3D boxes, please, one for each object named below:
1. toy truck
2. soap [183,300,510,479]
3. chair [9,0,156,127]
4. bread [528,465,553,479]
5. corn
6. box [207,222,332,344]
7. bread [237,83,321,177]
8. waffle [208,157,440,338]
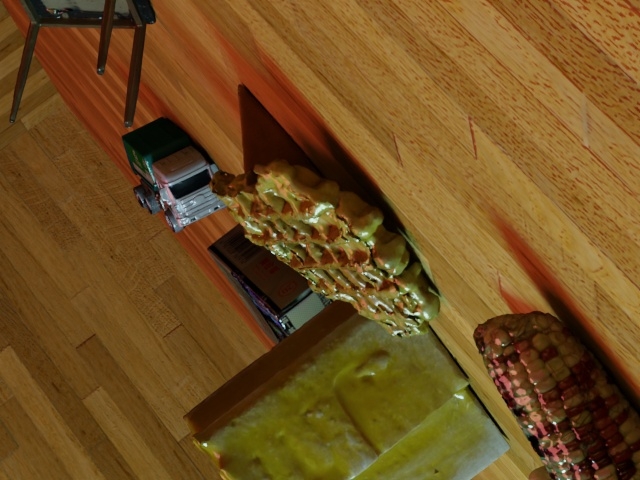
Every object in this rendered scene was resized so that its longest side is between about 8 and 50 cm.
[{"bbox_3d":[-0.233,-0.107,2.535,0.253,0.114,0.124,37,151,62],"label":"toy truck"},{"bbox_3d":[0.032,0.221,1.805,0.259,0.281,0.143,53,170,-10],"label":"soap"},{"bbox_3d":[-0.292,-0.291,1.918,0.188,0.166,0.272,73,-159,-70],"label":"chair"},{"bbox_3d":[0.268,0.285,1.559,0.214,0.053,0.073,54,177,-33],"label":"bread"},{"bbox_3d":[0.208,0.155,1.222,0.253,0.086,0.086,55,172,-1],"label":"corn"},{"bbox_3d":[-0.047,0.105,2.467,0.198,0.084,0.310,57,171,-29],"label":"box"},{"bbox_3d":[-0.041,-0.104,1.769,0.074,0.084,0.139,69,-167,-65],"label":"bread"},{"bbox_3d":[0.001,-0.002,1.630,0.291,0.051,0.291,35,163,13],"label":"waffle"}]
